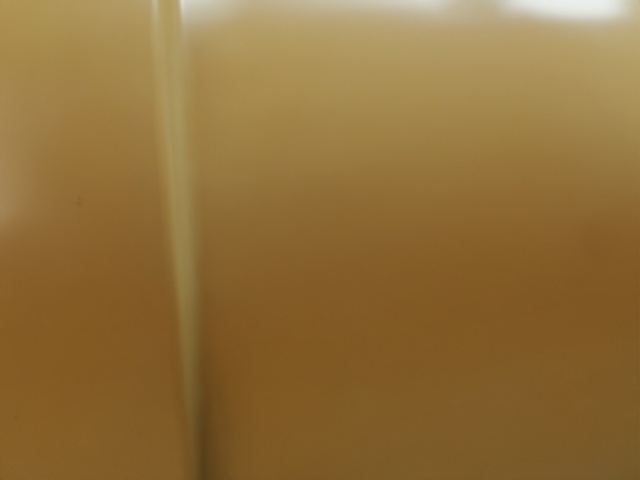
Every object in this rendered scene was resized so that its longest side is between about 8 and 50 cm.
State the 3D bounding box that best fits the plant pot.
[{"bbox_3d":[0.000,0.000,0.525,0.203,0.291,0.291,-5,62,-3],"label":"plant pot"}]
